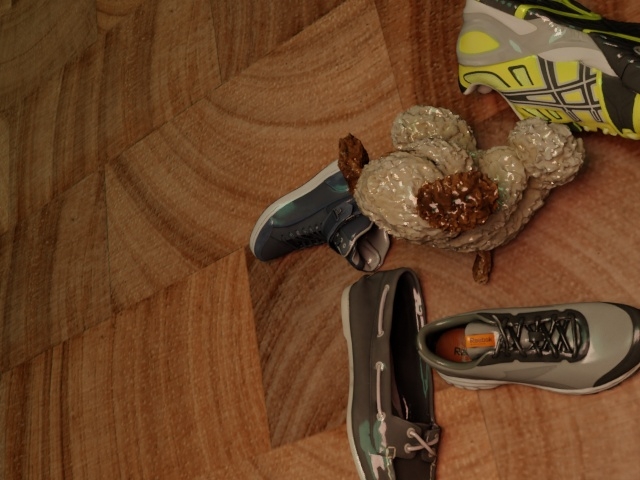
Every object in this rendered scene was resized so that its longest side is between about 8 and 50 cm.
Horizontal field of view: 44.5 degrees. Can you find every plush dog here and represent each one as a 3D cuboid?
[{"bbox_3d":[0.138,-0.053,0.909,0.262,0.225,0.210,19,103,47],"label":"plush dog"}]

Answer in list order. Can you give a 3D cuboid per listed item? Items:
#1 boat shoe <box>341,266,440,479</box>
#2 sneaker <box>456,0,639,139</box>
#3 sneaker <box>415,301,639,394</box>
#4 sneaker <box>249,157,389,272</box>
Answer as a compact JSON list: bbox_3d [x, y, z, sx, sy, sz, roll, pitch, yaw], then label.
[{"bbox_3d":[0.096,0.185,0.965,0.095,0.112,0.335,-29,55,33],"label":"boat shoe"},{"bbox_3d":[0.324,-0.181,0.921,0.385,0.145,0.147,40,133,37],"label":"sneaker"},{"bbox_3d":[0.232,0.120,0.882,0.272,0.108,0.100,-12,66,34],"label":"sneaker"},{"bbox_3d":[-0.001,-0.001,1.124,0.226,0.086,0.163,-39,52,21],"label":"sneaker"}]
